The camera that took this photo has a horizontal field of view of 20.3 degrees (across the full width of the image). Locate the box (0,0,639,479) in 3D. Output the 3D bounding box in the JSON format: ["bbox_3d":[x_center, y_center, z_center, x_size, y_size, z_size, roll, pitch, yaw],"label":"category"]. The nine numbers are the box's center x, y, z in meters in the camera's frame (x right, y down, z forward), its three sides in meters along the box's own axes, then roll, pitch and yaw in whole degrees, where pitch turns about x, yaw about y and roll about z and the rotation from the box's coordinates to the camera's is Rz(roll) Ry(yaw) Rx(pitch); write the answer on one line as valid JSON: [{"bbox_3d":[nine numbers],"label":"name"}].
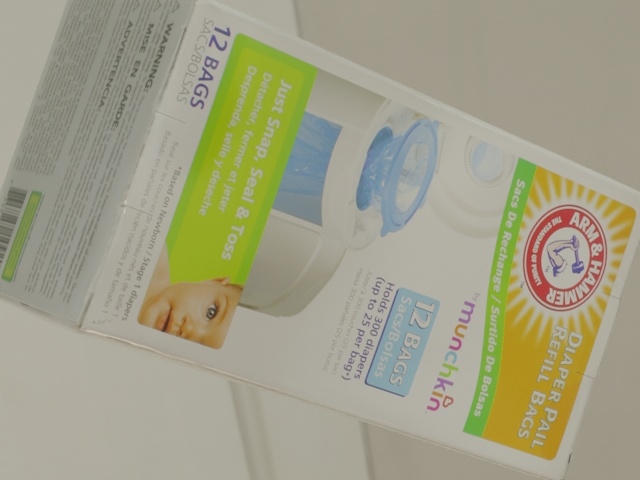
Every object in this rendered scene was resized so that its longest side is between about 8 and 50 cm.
[{"bbox_3d":[0.000,0.000,0.632,0.103,0.203,0.114,14,83,59],"label":"box"}]
